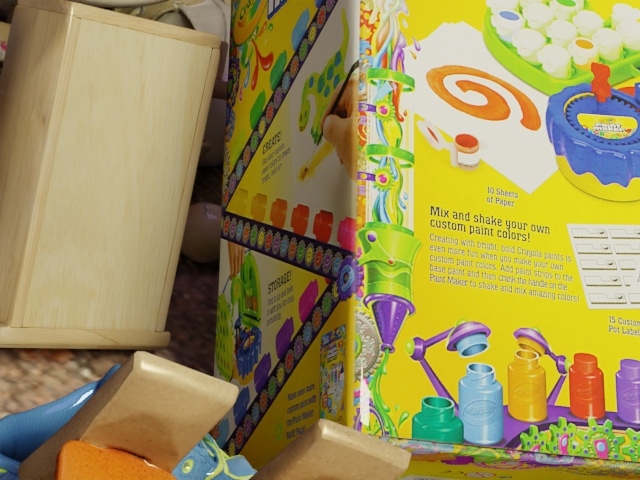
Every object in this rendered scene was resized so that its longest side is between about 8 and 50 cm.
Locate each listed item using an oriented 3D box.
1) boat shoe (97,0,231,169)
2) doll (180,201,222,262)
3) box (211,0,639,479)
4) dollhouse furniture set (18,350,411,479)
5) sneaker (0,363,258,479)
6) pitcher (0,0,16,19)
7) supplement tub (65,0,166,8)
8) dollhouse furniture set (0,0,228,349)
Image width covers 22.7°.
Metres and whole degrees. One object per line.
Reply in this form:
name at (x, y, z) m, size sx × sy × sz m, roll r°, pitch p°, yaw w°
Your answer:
boat shoe at (-0.103, -0.129, 1.108) m, size 0.103 × 0.113 × 0.302 m, roll 10°, pitch 18°, yaw -16°
doll at (0.000, 0.000, 0.997) m, size 0.189 × 0.046 × 0.129 m, roll 2°, pitch 41°, yaw -20°
box at (0.113, -0.010, 0.804) m, size 0.290 × 0.177 × 0.279 m, roll 9°, pitch 72°, yaw -22°
dollhouse furniture set at (0.018, 0.182, 0.501) m, size 0.259 × 0.135 × 0.262 m, roll 24°, pitch 43°, yaw -25°
sneaker at (-0.048, 0.120, 0.658) m, size 0.240 × 0.126 × 0.091 m, roll 4°, pitch 32°, yaw -28°
pitcher at (-0.231, -0.263, 1.169) m, size 0.125 × 0.178 × 0.207 m, roll -16°, pitch 29°, yaw -6°
supplement tub at (-0.141, -0.234, 0.947) m, size 0.191 × 0.191 × 0.272 m, roll 11°, pitch 5°, yaw -18°
dollhouse furniture set at (-0.241, -0.064, 0.905) m, size 0.355 × 0.174 × 0.303 m, roll 15°, pitch 6°, yaw 41°
